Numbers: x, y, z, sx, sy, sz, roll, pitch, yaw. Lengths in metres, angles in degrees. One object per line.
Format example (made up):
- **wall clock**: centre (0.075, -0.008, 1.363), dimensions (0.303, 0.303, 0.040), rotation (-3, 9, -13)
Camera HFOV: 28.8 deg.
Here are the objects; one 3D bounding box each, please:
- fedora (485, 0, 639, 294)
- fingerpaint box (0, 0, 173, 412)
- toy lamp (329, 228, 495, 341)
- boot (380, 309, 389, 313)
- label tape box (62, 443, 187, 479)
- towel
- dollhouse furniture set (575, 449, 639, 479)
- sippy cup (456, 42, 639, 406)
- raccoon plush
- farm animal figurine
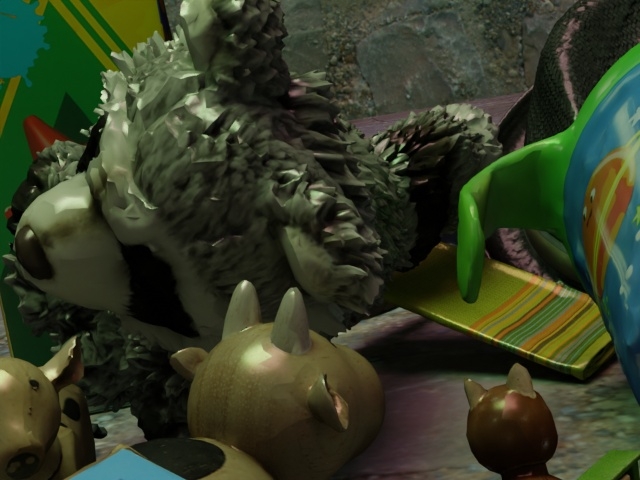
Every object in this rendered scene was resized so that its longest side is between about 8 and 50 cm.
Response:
- **fedora**: centre (0.253, -0.100, 0.968), dimensions (0.334, 0.152, 0.334), rotation (-12, 43, 12)
- **fingerpaint box**: centre (-0.198, -0.093, 1.095), dimensions (0.163, 0.371, 0.445), rotation (-10, 10, -7)
- **toy lamp**: centre (0.065, 0.036, 0.999), dimensions (0.080, 0.080, 0.274), rotation (2, 18, 43)
- **boot**: centre (0.000, 0.000, 1.067), dimensions (0.198, 0.137, 0.077), rotation (-16, 13, -35)
- **label tape box**: centre (-0.070, 0.176, 0.174), dimensions (0.240, 0.106, 0.333), rotation (20, 27, 34)
- **towel**: centre (0.104, 0.033, 0.901), dimensions (0.237, 0.021, 0.102), rotation (21, 29, 28)
- **dollhouse furniture set**: centre (0.183, 0.123, 0.502), dimensions (0.151, 0.058, 0.076), rotation (0, 15, 40)
- **sippy cup**: centre (0.243, 0.010, 0.662), dimensions (0.305, 0.240, 0.224), rotation (-31, 15, 21)
- **raccoon plush**: centre (0.008, -0.064, 0.718), dimensions (0.446, 0.216, 0.299), rotation (-42, 2, -38)
- **farm animal figurine**: centre (-0.057, 0.109, 0.470), dimensions (0.330, 0.172, 0.327), rotation (-4, 12, 26)
